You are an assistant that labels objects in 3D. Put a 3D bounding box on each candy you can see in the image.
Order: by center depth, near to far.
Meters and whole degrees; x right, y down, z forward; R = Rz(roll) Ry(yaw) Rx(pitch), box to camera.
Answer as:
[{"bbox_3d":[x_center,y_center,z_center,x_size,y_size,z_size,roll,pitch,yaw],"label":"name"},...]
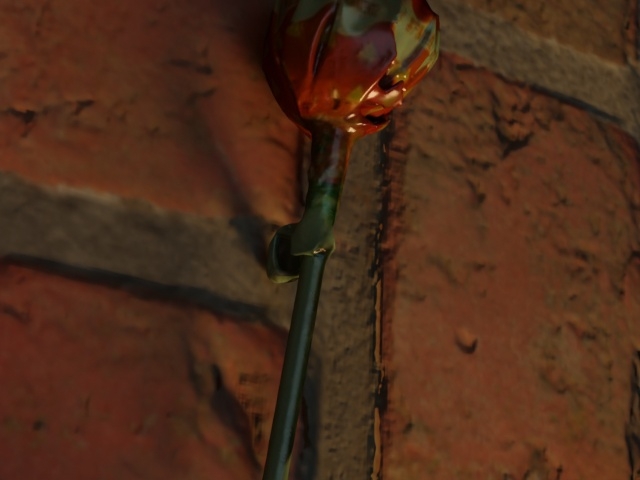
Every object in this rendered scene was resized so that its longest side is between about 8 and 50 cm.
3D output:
[{"bbox_3d":[0.001,0.001,0.701,0.084,0.078,0.287,14,70,-15],"label":"candy"}]
